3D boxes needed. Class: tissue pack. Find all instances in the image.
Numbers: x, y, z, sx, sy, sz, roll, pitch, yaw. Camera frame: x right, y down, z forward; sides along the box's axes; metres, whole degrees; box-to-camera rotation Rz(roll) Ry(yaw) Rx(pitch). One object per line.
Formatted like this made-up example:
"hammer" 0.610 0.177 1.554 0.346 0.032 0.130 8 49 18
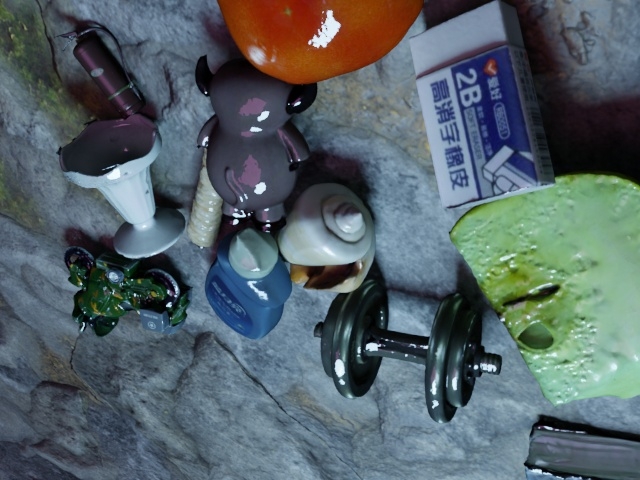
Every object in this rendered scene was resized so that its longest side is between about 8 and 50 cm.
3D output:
"tissue pack" 0.478 0.469 1.235 0.259 0.122 0.361 3 126 24

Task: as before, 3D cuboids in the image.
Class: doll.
"doll" -0.087 -0.141 1.022 0.182 0.117 0.257 10 110 19

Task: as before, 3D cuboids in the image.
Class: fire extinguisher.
"fire extinguisher" -0.325 -0.264 1.144 0.078 0.045 0.157 -32 108 14

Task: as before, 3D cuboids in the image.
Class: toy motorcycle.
"toy motorcycle" -0.370 0.112 1.428 0.274 0.125 0.187 13 122 21

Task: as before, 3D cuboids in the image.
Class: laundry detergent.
"laundry detergent" -0.115 0.064 1.186 0.143 0.094 0.290 48 159 10

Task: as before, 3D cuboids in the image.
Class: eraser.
"eraser" 0.183 -0.150 0.861 0.124 0.068 0.210 -15 85 39

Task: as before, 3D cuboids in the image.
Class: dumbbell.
"dumbbell" 0.127 0.162 1.131 0.289 0.192 0.192 8 130 22

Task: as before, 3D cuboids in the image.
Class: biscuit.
"biscuit" -0.177 -0.070 1.209 0.061 0.055 0.219 38 136 12

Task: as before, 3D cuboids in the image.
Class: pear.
"pear" 0.347 0.028 0.900 0.282 0.176 0.286 -39 72 33

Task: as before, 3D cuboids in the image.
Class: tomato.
"tomato" -0.007 -0.291 0.839 0.259 0.180 0.260 15 134 16

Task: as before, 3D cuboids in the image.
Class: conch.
"conch" 0.008 -0.008 1.131 0.158 0.127 0.255 47 160 -12

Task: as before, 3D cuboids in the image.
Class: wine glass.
"wine glass" -0.305 -0.085 1.208 0.164 0.165 0.196 6 137 26
